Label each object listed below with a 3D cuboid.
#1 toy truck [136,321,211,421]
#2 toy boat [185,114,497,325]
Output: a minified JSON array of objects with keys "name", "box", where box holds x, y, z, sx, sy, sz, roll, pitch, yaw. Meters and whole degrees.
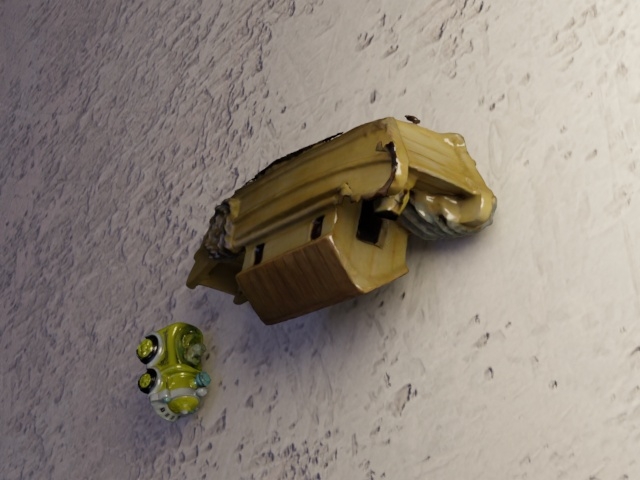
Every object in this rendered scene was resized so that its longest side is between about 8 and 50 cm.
[{"name":"toy truck","box":[-0.160,0.151,1.475,0.077,0.076,0.111,-27,53,25]},{"name":"toy boat","box":[0.000,0.000,1.250,0.445,0.136,0.162,-19,57,57]}]
